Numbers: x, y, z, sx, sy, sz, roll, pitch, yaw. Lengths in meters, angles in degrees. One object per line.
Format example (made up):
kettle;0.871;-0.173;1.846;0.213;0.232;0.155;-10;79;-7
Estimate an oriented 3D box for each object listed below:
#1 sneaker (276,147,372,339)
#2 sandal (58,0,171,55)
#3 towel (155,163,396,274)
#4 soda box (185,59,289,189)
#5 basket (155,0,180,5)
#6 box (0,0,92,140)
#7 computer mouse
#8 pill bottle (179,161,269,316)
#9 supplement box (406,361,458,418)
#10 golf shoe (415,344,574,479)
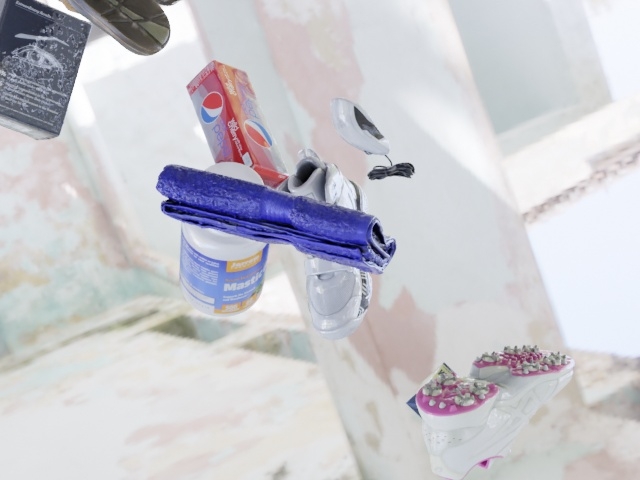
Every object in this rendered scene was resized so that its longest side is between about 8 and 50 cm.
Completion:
sneaker;0.000;0.000;2.122;0.137;0.210;0.366;-12;-124;24
sandal;-0.257;-0.285;1.221;0.090;0.219;0.060;-49;-176;-33
towel;-0.057;-0.020;1.505;0.308;0.076;0.227;15;173;14
soda box;-0.149;-0.197;1.956;0.092;0.263;0.083;15;133;-45
basket;-0.130;-0.426;1.495;0.227;0.154;0.204;-12;-169;20
box;-0.492;-0.289;1.818;0.153;0.207;0.108;21;169;-34
computer mouse;0.073;-0.159;1.790;0.106;0.193;0.042;8;-120;50
pill bottle;-0.159;-0.003;1.835;0.152;0.152;0.272;-24;152;-24
supplement box;0.231;0.306;2.216;0.083;0.056;0.083;-48;176;39
golf shoe;0.250;0.239;1.553;0.306;0.140;0.115;-15;-161;-39
